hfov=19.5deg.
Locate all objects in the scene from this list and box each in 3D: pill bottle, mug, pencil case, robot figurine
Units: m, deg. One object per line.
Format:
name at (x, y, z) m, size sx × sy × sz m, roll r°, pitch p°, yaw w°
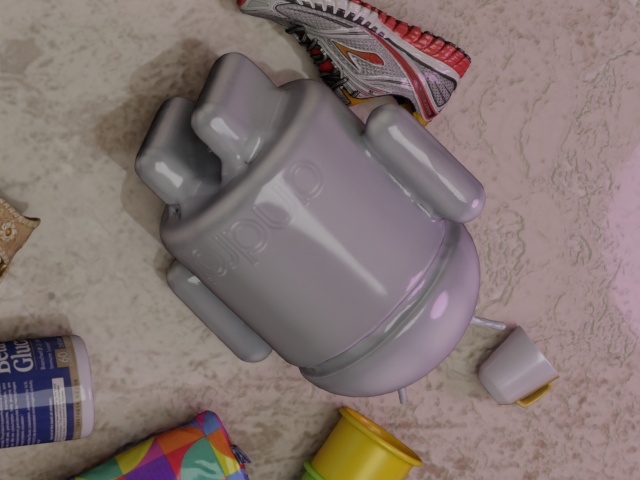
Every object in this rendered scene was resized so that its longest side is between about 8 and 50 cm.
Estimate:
pill bottle at (-0.289, 0.137, 1.634) m, size 0.169 × 0.094 × 0.094 m, roll -6°, pitch 101°, yaw -15°
mug at (0.191, 0.131, 1.792) m, size 0.064 × 0.062 × 0.078 m, roll -38°, pitch 101°, yaw 2°
pencil case at (-0.171, 0.241, 1.684) m, size 0.236 × 0.104 × 0.104 m, roll -25°, pitch 106°, yaw -8°
robot figurine at (0.000, 0.000, 1.638) m, size 0.353 × 0.200 × 0.300 m, roll 43°, pitch 125°, yaw -18°

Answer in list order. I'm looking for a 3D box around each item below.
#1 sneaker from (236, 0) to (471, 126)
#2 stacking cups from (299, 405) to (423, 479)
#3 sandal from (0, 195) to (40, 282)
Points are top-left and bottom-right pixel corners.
sneaker at (0.026, -0.170, 1.674) m, size 0.225 × 0.088 × 0.092 m, roll 24°, pitch 94°, yaw -18°
stacking cups at (-0.026, 0.312, 1.744) m, size 0.096 × 0.096 × 0.316 m, roll 32°, pitch 91°, yaw -19°
sandal at (-0.282, -0.028, 1.611) m, size 0.079 × 0.088 × 0.240 m, roll -1°, pitch 95°, yaw -10°
